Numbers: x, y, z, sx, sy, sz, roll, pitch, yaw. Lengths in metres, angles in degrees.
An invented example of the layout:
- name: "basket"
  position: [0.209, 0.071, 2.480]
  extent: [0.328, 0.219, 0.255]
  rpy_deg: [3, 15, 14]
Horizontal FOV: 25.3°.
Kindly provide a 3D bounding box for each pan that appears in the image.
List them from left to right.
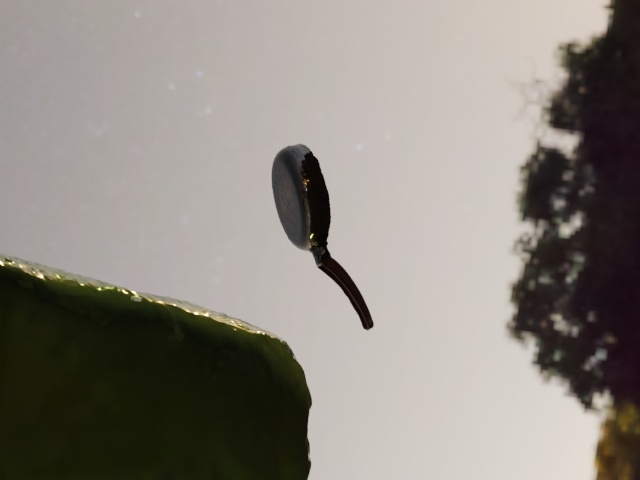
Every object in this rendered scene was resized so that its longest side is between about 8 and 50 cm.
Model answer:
- name: "pan"
  position: [-0.003, 0.001, 1.490]
  extent: [0.212, 0.040, 0.115]
  rpy_deg: [66, 161, 7]

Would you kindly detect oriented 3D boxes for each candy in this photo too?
- name: "candy"
  position: [-0.148, 0.067, 0.566]
  extent: [0.343, 0.132, 0.142]
  rpy_deg: [21, -89, -45]
